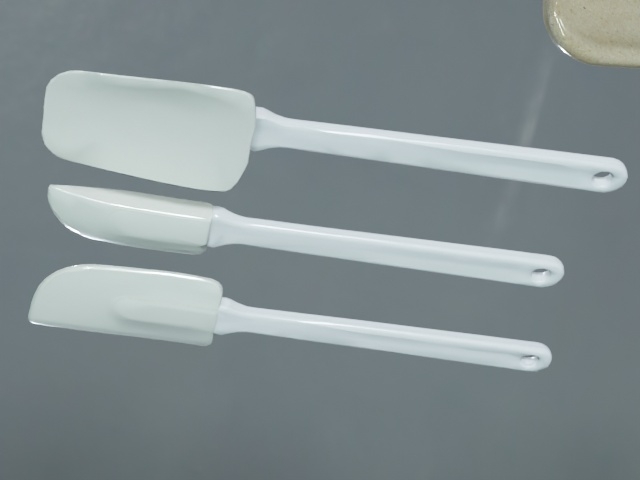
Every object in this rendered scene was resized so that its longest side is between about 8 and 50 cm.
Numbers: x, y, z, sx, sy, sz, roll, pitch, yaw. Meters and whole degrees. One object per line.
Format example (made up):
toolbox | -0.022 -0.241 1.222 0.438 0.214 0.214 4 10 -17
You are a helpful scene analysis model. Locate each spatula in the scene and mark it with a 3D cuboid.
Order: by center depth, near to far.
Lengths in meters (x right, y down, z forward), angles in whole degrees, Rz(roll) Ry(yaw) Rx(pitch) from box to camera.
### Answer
spatula | 0.000 0.000 0.702 0.019 0.242 0.168 -89 10 -45

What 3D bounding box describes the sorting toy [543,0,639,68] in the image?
sorting toy | 0.240 -0.175 0.677 0.041 0.307 0.229 37 120 49
